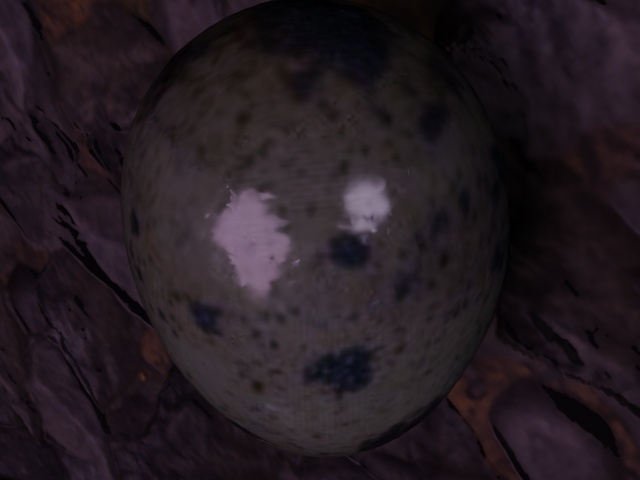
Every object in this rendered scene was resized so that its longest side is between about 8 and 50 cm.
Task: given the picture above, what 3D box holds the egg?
[{"bbox_3d":[0.000,0.000,0.442,0.141,0.141,0.181,15,127,33],"label":"egg"}]
